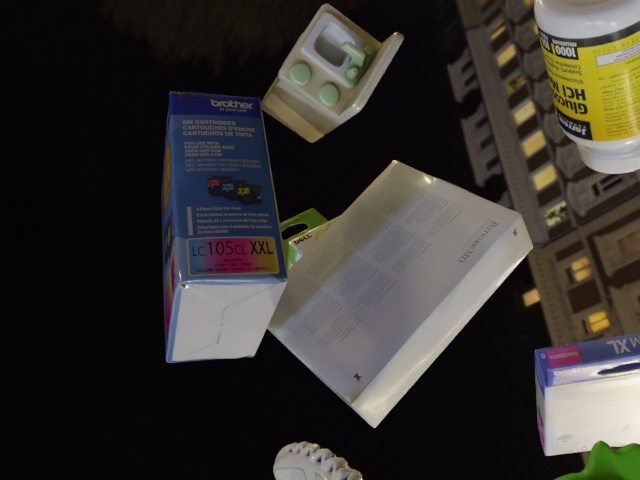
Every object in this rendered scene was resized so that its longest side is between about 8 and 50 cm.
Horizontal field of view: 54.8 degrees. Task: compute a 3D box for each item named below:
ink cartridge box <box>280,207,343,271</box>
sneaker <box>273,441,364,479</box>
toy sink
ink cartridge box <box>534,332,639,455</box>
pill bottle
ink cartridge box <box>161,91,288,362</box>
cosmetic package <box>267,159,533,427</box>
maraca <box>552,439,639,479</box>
[{"bbox_3d":[0.000,0.000,1.315,0.189,0.097,0.255,-28,-126,-31],"label":"ink cartridge box"},{"bbox_3d":[0.024,0.334,0.723,0.118,0.292,0.110,-44,-58,-24],"label":"sneaker"},{"bbox_3d":[0.006,-0.281,1.024,0.131,0.234,0.153,33,-102,-15],"label":"toy sink"},{"bbox_3d":[0.386,0.201,0.822,0.311,0.186,0.065,63,-161,-51],"label":"ink cartridge box"},{"bbox_3d":[0.474,-0.274,1.009,0.334,0.188,0.188,56,-146,-41],"label":"pill bottle"},{"bbox_3d":[-0.171,-0.043,0.972,0.151,0.270,0.395,2,-123,-17],"label":"ink cartridge box"},{"bbox_3d":[0.107,0.065,1.003,0.377,0.284,0.097,-46,-50,-9],"label":"cosmetic package"},{"bbox_3d":[0.251,0.274,0.579,0.186,0.099,0.127,-45,-84,-4],"label":"maraca"}]
